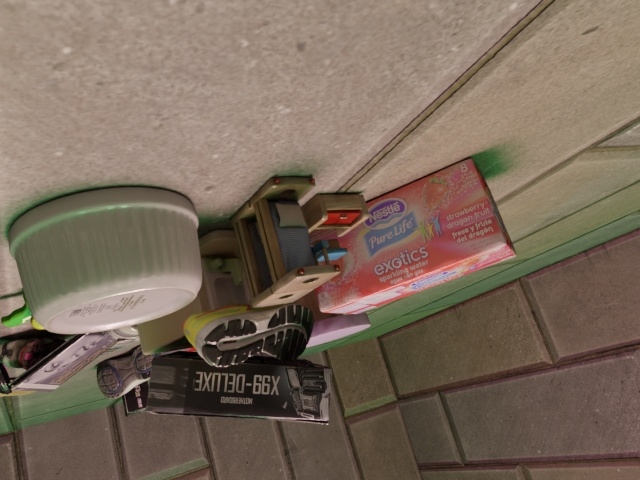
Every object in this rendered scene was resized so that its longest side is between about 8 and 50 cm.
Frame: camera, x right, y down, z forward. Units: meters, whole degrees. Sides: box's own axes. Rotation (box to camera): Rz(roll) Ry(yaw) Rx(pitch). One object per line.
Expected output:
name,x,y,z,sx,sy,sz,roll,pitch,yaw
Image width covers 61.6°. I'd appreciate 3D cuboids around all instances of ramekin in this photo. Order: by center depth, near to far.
ramekin,-0.236,0.032,0.619,0.207,0.109,0.207,-16,165,-4

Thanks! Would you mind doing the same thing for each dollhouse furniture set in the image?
dollhouse furniture set,0.000,0.000,0.717,0.184,0.129,0.129,-4,160,-36

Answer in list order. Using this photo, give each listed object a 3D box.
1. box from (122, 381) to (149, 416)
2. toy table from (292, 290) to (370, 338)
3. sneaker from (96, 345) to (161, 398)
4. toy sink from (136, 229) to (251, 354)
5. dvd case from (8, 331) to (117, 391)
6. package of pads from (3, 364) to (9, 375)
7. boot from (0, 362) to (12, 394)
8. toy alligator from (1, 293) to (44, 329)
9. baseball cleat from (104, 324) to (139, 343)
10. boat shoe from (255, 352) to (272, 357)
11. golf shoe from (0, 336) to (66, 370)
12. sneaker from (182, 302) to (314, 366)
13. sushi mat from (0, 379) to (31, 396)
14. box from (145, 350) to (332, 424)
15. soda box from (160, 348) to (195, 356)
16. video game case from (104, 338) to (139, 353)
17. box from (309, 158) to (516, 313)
box,-0.598,0.479,1.726,0.078,0.147,0.180,-9,162,-25
toy table,-0.018,0.123,1.073,0.252,0.160,0.274,-23,164,19
sneaker,-0.504,0.359,1.496,0.297,0.111,0.129,-23,169,25
toy sink,-0.166,0.089,0.851,0.234,0.131,0.153,-28,162,35
dvd case,-0.456,0.211,1.026,0.221,0.018,0.164,-37,169,-13
package of pads,-0.689,0.286,1.134,0.083,0.050,0.032,-30,168,39
boot,-0.637,0.251,0.982,0.099,0.045,0.121,-21,125,-21
toy alligator,-0.364,0.088,0.792,0.190,0.056,0.051,-7,120,-29
baseball cleat,-0.313,0.150,1.020,0.109,0.072,0.206,-25,161,27
boat shoe,-0.061,0.204,1.261,0.113,0.104,0.306,-25,-174,37
golf shoe,-0.551,0.216,1.036,0.086,0.067,0.186,9,164,3
sneaker,-0.095,0.117,0.741,0.094,0.081,0.209,15,-176,42
sushi mat,-0.823,0.383,1.389,0.152,0.019,0.316,-19,164,10
box,-0.126,0.223,0.852,0.243,0.076,0.307,5,169,-9
soda box,-0.247,0.187,1.197,0.263,0.083,0.092,-26,163,28
video game case,-0.523,0.248,1.241,0.143,0.019,0.157,-25,163,30
box,0.138,0.007,0.864,0.300,0.142,0.154,-23,164,21
